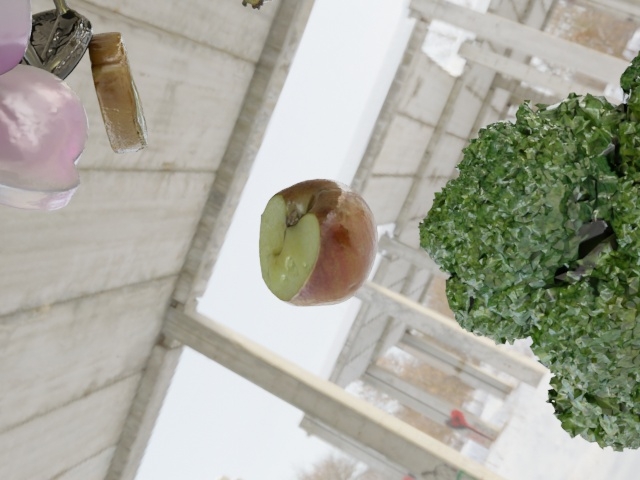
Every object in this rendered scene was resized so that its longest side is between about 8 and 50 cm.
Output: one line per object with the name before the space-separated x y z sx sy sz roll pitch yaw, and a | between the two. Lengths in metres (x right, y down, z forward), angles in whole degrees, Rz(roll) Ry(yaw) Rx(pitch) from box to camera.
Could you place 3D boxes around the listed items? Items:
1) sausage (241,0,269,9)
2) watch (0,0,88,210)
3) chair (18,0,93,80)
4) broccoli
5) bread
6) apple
sausage | 0.030 -0.327 0.784 0.264 0.083 0.083 -23 -35 -23
watch | -0.257 -0.134 0.382 0.211 0.248 0.217 -35 -14 -37
chair | -0.589 -0.414 1.083 0.364 0.362 0.410 -98 -16 -46
broccoli | 0.300 0.014 0.615 0.414 0.321 0.310 -18 -12 -20
bread | -0.381 -0.277 1.334 0.070 0.236 0.236 -12 -34 -10
apple | 0.000 0.000 1.002 0.160 0.195 0.173 -19 -64 -31
